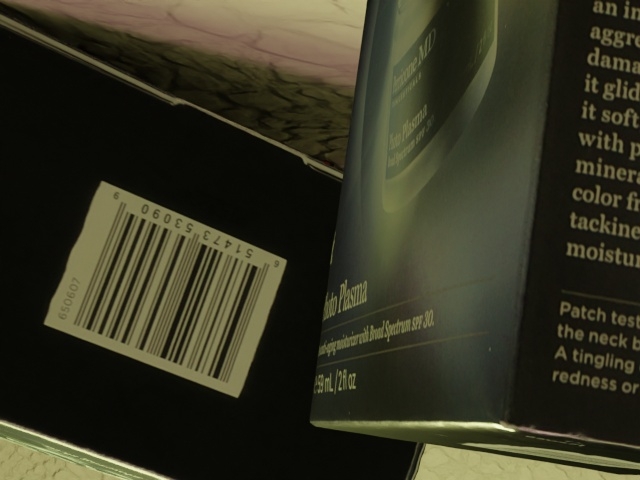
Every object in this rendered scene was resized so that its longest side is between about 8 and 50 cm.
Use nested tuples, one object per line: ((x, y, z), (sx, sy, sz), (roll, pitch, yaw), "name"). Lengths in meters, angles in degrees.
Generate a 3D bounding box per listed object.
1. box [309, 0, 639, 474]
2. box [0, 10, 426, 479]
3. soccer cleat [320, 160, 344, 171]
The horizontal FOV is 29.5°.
((0.121, -0.052, 0.526), (0.182, 0.294, 0.296), (11, 169, -11), "box")
((-0.192, 0.062, 1.139), (0.479, 0.297, 0.472), (23, 167, -18), "box")
((0.007, -0.066, 1.293), (0.035, 0.029, 0.083), (12, 170, 23), "soccer cleat")
